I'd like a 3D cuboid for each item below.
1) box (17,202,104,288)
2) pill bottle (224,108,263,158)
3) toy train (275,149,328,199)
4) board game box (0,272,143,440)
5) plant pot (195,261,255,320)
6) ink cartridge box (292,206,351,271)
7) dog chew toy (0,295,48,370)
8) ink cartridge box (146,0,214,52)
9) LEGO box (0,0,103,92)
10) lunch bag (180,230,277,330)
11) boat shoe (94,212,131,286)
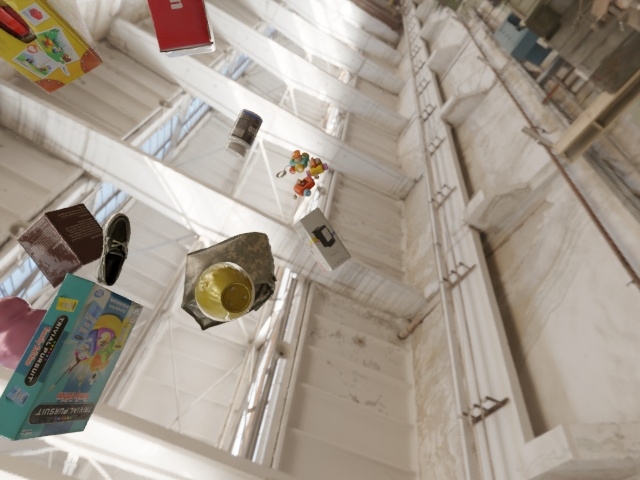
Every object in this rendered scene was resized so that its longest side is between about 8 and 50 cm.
[{"bbox_3d":[-0.832,0.013,1.455,0.203,0.166,0.168,55,-160,-4],"label":"box"},{"bbox_3d":[-0.239,-0.329,1.362,0.078,0.137,0.078,24,174,3],"label":"pill bottle"},{"bbox_3d":[-0.053,-0.175,1.102,0.166,0.125,0.046,41,167,47],"label":"toy train"},{"bbox_3d":[-0.570,0.273,1.028,0.079,0.254,0.337,17,-108,9],"label":"board game box"},{"bbox_3d":[-0.198,0.118,0.961,0.134,0.135,0.095,15,176,-26],"label":"plant pot"},{"bbox_3d":[0.000,0.000,1.295,0.072,0.127,0.175,-35,-87,-13],"label":"ink cartridge box"},{"bbox_3d":[-0.789,0.287,1.217,0.332,0.206,0.207,47,-147,-12],"label":"dog chew toy"},{"bbox_3d":[-0.338,-0.596,0.999,0.129,0.310,0.272,-13,-159,-8],"label":"ink cartridge box"},{"bbox_3d":[-0.821,-0.673,1.067,0.373,0.193,0.500,61,-179,16],"label":"LEGO box"},{"bbox_3d":[-0.272,0.116,1.392,0.235,0.286,0.169,-104,-10,-47],"label":"lunch bag"},{"bbox_3d":[-0.596,0.026,1.286,0.077,0.070,0.220,15,-98,-44],"label":"boat shoe"}]
